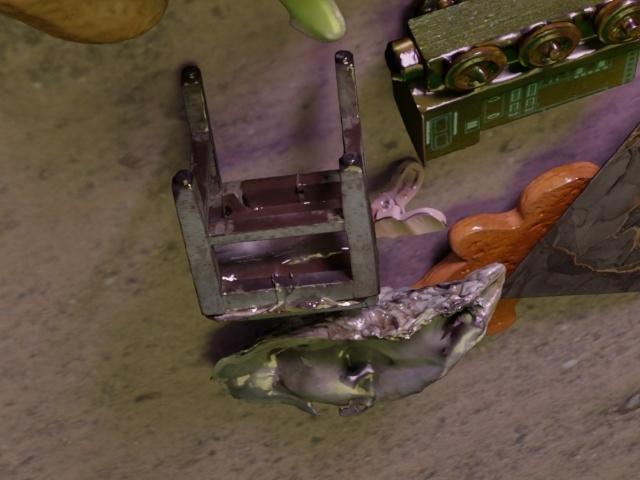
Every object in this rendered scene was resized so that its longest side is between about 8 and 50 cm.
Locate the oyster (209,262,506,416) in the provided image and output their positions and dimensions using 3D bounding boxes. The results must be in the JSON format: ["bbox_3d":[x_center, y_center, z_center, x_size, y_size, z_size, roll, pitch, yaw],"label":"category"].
[{"bbox_3d":[0.025,0.094,1.410,0.199,0.087,0.252,19,134,-20],"label":"oyster"}]

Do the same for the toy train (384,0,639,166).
[{"bbox_3d":[0.158,-0.148,1.187,0.225,0.090,0.137,-18,152,-5],"label":"toy train"}]

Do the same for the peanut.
[{"bbox_3d":[-0.166,-0.172,0.996,0.174,0.080,0.080,17,130,-46],"label":"peanut"}]

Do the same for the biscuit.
[{"bbox_3d":[0.175,0.007,1.439,0.165,0.036,0.250,6,140,-34],"label":"biscuit"}]

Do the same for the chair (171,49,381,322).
[{"bbox_3d":[-0.025,0.006,1.186,0.136,0.147,0.270,-5,133,2],"label":"chair"}]

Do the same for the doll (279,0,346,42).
[{"bbox_3d":[-0.026,-0.230,0.803,0.213,0.213,0.236,5,138,-33],"label":"doll"}]

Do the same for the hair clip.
[{"bbox_3d":[0.000,0.000,1.333,0.226,0.072,0.034,-24,141,19],"label":"hair clip"}]

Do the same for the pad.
[{"bbox_3d":[0.332,-0.069,1.398,0.247,0.007,0.367,-1,138,-43],"label":"pad"}]
